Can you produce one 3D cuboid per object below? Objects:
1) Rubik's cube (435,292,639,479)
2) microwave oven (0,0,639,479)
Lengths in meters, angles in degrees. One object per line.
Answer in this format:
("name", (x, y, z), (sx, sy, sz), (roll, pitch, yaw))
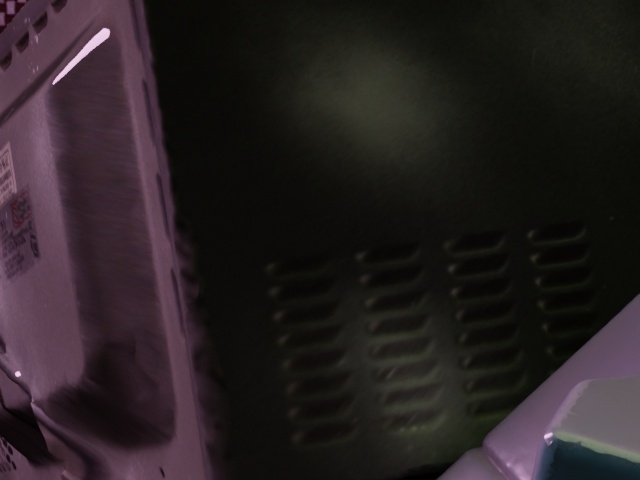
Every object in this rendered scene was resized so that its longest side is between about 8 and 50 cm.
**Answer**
("Rubik's cube", (0.158, 0.126, 0.663), (0.213, 0.265, 0.224), (-2, 32, -23))
("microwave oven", (0.000, 0.000, 0.949), (0.374, 0.236, 0.432), (-6, -7, -21))
